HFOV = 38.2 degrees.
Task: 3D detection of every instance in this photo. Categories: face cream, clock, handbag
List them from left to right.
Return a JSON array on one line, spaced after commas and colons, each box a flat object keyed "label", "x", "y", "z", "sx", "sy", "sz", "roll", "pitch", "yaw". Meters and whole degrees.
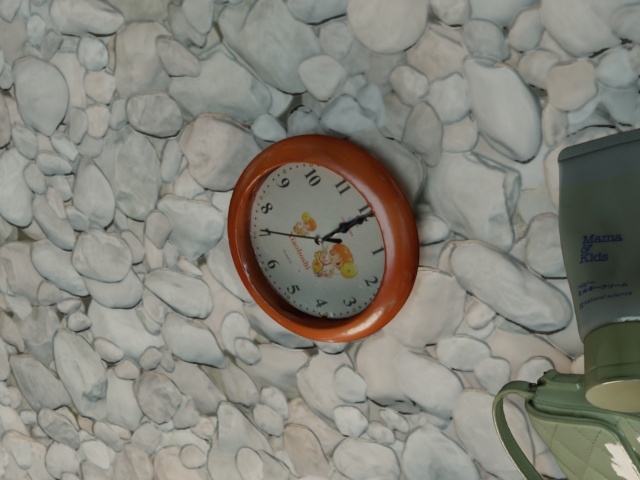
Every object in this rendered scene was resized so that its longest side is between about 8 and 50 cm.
[{"label": "clock", "x": 0.000, "y": 0.000, "z": 0.885, "sx": 0.205, "sy": 0.051, "sz": 0.205, "roll": 10, "pitch": 112, "yaw": 28}, {"label": "handbag", "x": 0.255, "y": 0.213, "z": 0.773, "sx": 0.219, "sy": 0.079, "sz": 0.256, "roll": -14, "pitch": 114, "yaw": 55}, {"label": "face cream", "x": 0.228, "y": 0.010, "z": 0.686, "sx": 0.114, "sy": 0.070, "sz": 0.224, "roll": -12, "pitch": 58, "yaw": 33}]
